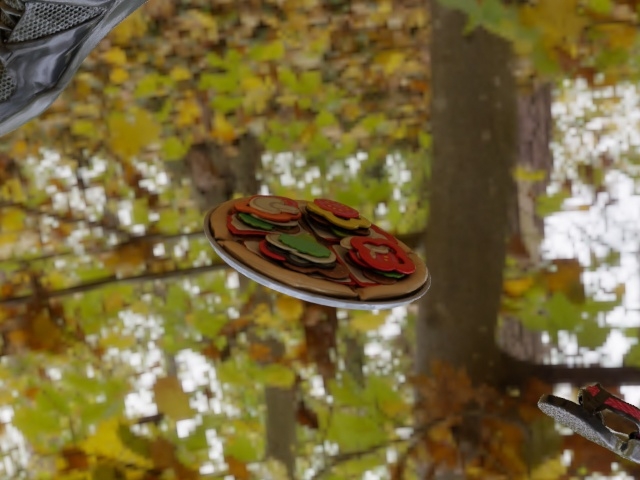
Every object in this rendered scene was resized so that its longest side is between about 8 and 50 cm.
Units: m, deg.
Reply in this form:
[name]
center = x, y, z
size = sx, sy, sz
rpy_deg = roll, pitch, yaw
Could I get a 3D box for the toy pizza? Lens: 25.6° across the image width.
[toy pizza]
center = 0.000, 0.000, 1.201
size = 0.201, 0.032, 0.201
rpy_deg = 14, -158, -6

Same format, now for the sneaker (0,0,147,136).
[sneaker]
center = -0.210, -0.173, 0.995
size = 0.227, 0.130, 0.087
rpy_deg = -42, -127, 13

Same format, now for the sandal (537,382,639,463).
[sandal]
center = 0.222, 0.137, 1.074
size = 0.067, 0.040, 0.179
rpy_deg = 29, 180, 39
